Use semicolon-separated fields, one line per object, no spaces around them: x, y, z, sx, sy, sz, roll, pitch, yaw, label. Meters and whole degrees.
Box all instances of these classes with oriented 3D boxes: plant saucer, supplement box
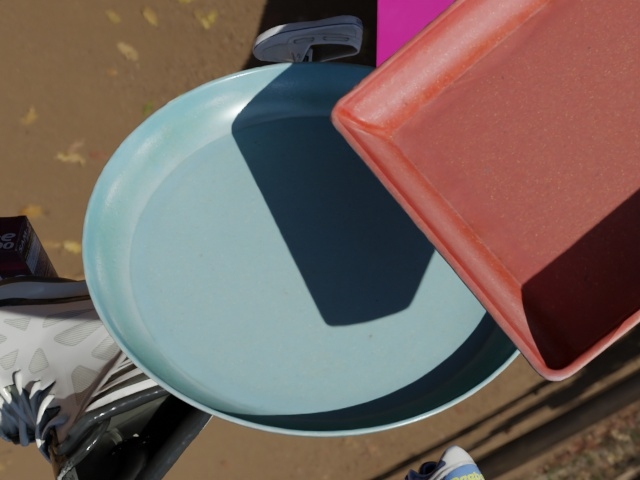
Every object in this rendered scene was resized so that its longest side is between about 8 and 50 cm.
0.165;-0.077;0.615;0.258;0.259;0.048;-40;138;5;plant saucer
-0.495;0.059;1.699;0.130;0.073;0.239;-2;143;7;supplement box
0.000;0.000;0.734;0.317;0.318;0.044;-16;144;-13;plant saucer

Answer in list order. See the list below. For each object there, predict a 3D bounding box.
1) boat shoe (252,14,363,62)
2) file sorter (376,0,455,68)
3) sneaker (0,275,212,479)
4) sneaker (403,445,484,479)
-0.012;-0.162;0.907;0.100;0.035;0.035;-7;155;18;boat shoe
0.178;-0.283;1.168;0.202;0.291;0.182;3;-170;14;file sorter
-0.291;0.162;1.111;0.447;0.257;0.169;-18;118;18;sneaker
0.092;0.219;0.891;0.053;0.059;0.144;-2;149;-34;sneaker
